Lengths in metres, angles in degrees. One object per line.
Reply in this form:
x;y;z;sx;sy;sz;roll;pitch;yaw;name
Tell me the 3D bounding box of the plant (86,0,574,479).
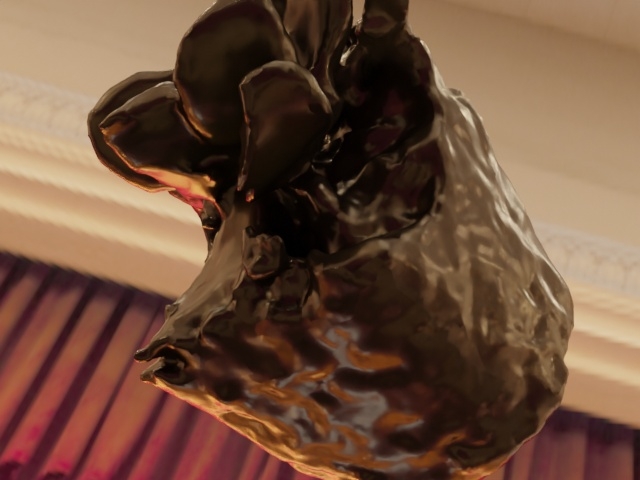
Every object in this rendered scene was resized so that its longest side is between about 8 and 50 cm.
0.000;0.000;0.795;0.199;0.188;0.276;-26;-68;36;plant
